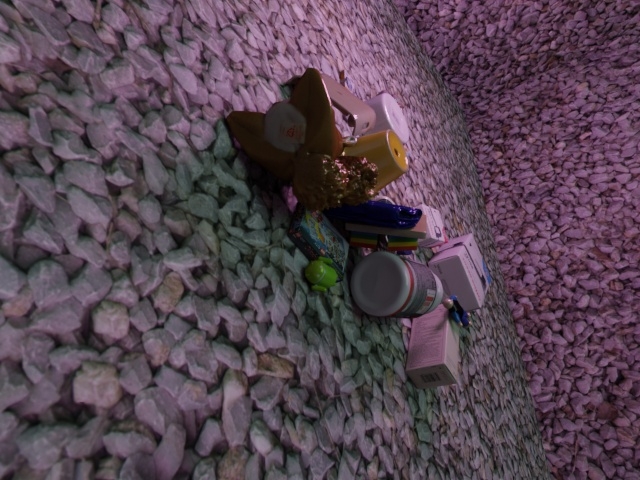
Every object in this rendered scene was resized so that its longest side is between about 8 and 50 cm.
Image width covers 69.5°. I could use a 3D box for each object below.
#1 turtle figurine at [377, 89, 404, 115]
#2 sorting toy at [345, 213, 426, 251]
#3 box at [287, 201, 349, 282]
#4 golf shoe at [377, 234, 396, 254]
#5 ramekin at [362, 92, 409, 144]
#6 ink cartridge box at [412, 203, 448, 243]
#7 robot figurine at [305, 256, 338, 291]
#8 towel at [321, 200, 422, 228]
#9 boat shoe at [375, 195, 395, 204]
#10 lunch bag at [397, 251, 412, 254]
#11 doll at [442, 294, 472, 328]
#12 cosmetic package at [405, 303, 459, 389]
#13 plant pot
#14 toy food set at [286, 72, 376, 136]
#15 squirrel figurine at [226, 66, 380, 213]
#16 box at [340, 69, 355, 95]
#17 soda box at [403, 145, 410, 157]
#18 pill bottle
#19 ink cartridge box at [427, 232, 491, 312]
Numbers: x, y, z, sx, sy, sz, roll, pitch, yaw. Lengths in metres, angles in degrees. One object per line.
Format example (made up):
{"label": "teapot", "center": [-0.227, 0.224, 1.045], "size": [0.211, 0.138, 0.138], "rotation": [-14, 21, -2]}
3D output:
{"label": "turtle figurine", "center": [0.366, -0.648, 2.330], "size": [0.175, 0.118, 0.234], "rotation": [27, 45, -49]}
{"label": "sorting toy", "center": [0.228, -0.033, 1.577], "size": [0.257, 0.255, 0.089], "rotation": [-50, 146, -70]}
{"label": "box", "center": [0.000, 0.000, 1.407], "size": [0.233, 0.044, 0.159], "rotation": [49, 35, -30]}
{"label": "golf shoe", "center": [0.266, 0.040, 1.761], "size": [0.198, 0.094, 0.077], "rotation": [63, 30, -13]}
{"label": "ramekin", "center": [0.293, -0.534, 2.113], "size": [0.277, 0.135, 0.277], "rotation": [35, 45, -43]}
{"label": "ink cartridge box", "center": [0.503, -0.064, 2.194], "size": [0.237, 0.100, 0.172], "rotation": [8, 64, -56]}
{"label": "robot figurine", "center": [0.001, 0.098, 1.327], "size": [0.115, 0.067, 0.101], "rotation": [33, 66, -46]}
{"label": "towel", "center": [0.146, -0.091, 1.472], "size": [0.228, 0.308, 0.076], "rotation": [-2, 103, -59]}
{"label": "boat shoe", "center": [0.317, -0.085, 1.917], "size": [0.254, 0.095, 0.079], "rotation": [42, 38, -36]}
{"label": "lunch bag", "center": [0.330, 0.024, 1.901], "size": [0.098, 0.065, 0.067], "rotation": [20, 71, -54]}
{"label": "doll", "center": [0.523, 0.274, 1.762], "size": [0.189, 0.046, 0.129], "rotation": [41, 39, -39]}
{"label": "cosmetic package", "center": [0.427, 0.392, 1.738], "size": [0.113, 0.160, 0.309], "rotation": [55, 34, -22]}
{"label": "plant pot", "center": [0.177, -0.276, 1.671], "size": [0.254, 0.239, 0.254], "rotation": [36, 44, -44]}
{"label": "toy food set", "center": [0.044, -0.489, 1.652], "size": [0.306, 0.092, 0.220], "rotation": [39, 31, 8]}
{"label": "squirrel figurine", "center": [-0.010, -0.250, 1.349], "size": [0.397, 0.281, 0.370], "rotation": [60, 15, 7]}
{"label": "box", "center": [0.120, -0.691, 2.039], "size": [0.081, 0.028, 0.136], "rotation": [35, 46, -43]}
{"label": "soda box", "center": [0.383, -0.413, 2.258], "size": [0.063, 0.058, 0.183], "rotation": [62, 32, -11]}
{"label": "pill bottle", "center": [0.278, 0.163, 1.588], "size": [0.363, 0.210, 0.210], "rotation": [17, 58, -53]}
{"label": "ink cartridge box", "center": [0.704, 0.162, 2.311], "size": [0.395, 0.166, 0.285], "rotation": [-32, 99, -59]}
